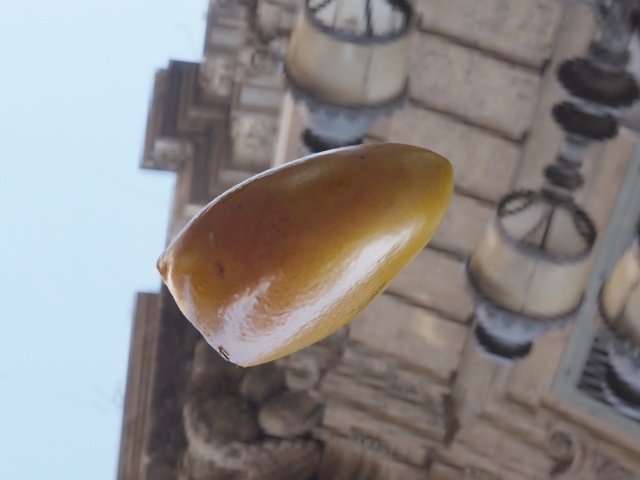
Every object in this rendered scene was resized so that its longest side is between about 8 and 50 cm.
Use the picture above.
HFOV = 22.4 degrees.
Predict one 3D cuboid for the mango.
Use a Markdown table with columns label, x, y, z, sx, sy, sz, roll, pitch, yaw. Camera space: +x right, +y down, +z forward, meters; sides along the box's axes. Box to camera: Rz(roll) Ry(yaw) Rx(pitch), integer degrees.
| label | x | y | z | sx | sy | sz | roll | pitch | yaw |
| --- | --- | --- | --- | --- | --- | --- | --- | --- | --- |
| mango | 0.000 | 0.000 | 1.411 | 0.257 | 0.187 | 0.138 | -37 | -133 | 14 |
